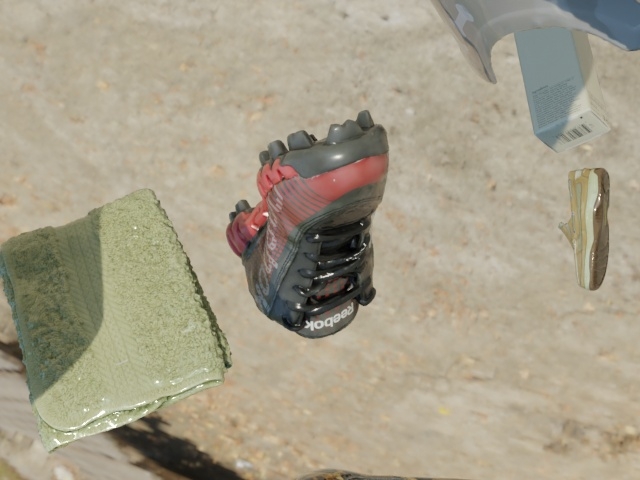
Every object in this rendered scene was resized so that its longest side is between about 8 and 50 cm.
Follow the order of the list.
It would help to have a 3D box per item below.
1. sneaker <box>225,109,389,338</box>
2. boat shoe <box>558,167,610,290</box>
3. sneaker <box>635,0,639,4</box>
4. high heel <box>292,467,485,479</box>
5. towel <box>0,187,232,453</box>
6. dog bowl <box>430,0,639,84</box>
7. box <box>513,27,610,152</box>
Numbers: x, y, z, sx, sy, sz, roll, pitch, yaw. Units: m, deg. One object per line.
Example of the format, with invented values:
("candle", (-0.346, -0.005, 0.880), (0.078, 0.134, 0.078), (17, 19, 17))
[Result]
("sneaker", (0.000, 0.000, 0.725), (0.097, 0.135, 0.276), (-16, 168, -19))
("boat shoe", (0.404, -0.017, 1.477), (0.072, 0.190, 0.068), (1, 170, 32))
("sneaker", (0.141, -0.230, 0.496), (0.321, 0.128, 0.126), (27, -178, -19))
("high heel", (0.082, 0.227, 0.793), (0.186, 0.093, 0.261), (-15, 157, 23))
("towel", (-0.118, 0.037, 0.532), (0.110, 0.148, 0.027), (-22, 143, -8))
("dog bowl", (0.215, -0.287, 0.748), (0.102, 0.349, 0.348), (36, 147, -27))
("box", (0.421, -0.304, 1.692), (0.113, 0.275, 0.094), (-22, 148, 34))
